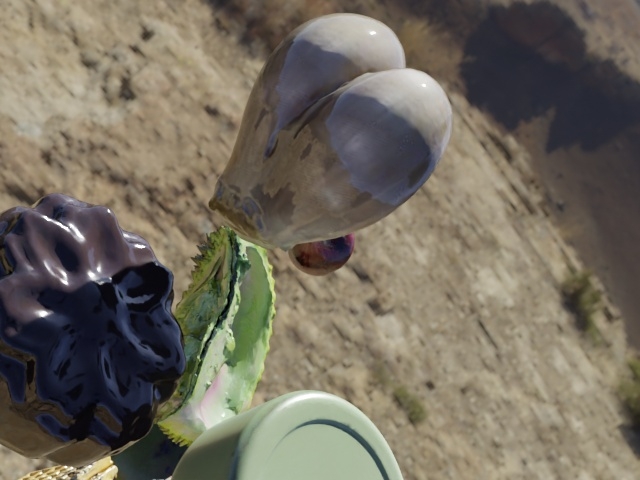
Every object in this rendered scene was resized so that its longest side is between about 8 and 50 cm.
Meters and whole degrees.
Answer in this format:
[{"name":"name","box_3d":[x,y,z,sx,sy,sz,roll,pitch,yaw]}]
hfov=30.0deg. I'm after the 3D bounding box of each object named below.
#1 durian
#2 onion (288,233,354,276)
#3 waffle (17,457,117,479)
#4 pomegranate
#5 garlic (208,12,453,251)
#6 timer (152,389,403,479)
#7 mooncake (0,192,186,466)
[{"name":"durian","box_3d":[-0.137,0.138,1.635,0.158,0.169,0.352,22,55,-8]},{"name":"onion","box_3d":[0.000,0.000,2.194,0.131,0.131,0.131,41,27,-26]},{"name":"waffle","box_3d":[-0.365,0.341,1.653,0.102,0.148,0.042,-24,96,-67]},{"name":"pomegranate","box_3d":[-0.322,0.312,2.041,0.291,0.291,0.323,-57,151,-64]},{"name":"garlic","box_3d":[0.055,-0.123,1.362,0.231,0.246,0.340,22,29,26]},{"name":"timer","box_3d":[-0.103,0.328,1.333,0.291,0.315,0.291,18,66,-45]},{"name":"mooncake","box_3d":[-0.266,0.092,1.261,0.283,0.141,0.283,26,50,-35]}]
